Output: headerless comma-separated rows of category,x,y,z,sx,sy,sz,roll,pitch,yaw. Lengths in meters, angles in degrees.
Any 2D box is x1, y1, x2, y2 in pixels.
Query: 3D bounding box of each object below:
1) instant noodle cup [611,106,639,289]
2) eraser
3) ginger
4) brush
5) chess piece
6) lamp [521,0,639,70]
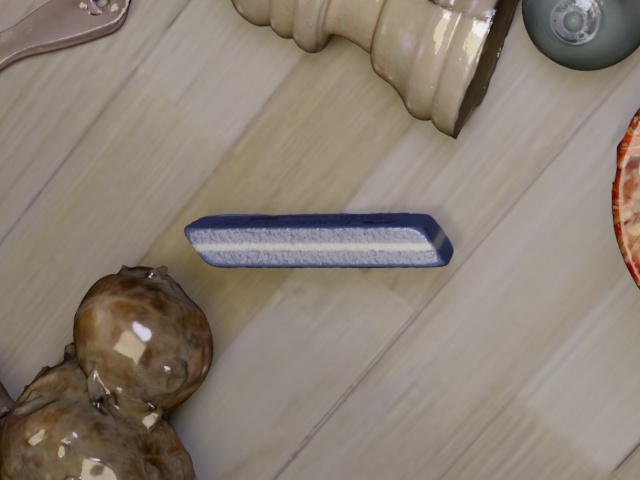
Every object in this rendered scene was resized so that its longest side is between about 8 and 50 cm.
instant noodle cup,0.350,-0.042,1.204,0.250,0.192,0.250,1,98,10
eraser,0.000,0.000,1.335,0.225,0.082,0.036,0,99,12
ginger,-0.253,0.189,1.374,0.375,0.176,0.256,-23,75,15
brush,-0.310,-0.160,1.386,0.312,0.067,0.072,-21,92,11
chess piece,0.003,-0.213,1.298,0.307,0.124,0.139,24,139,11
lamp,0.215,-0.188,1.256,0.105,0.105,0.105,2,98,11
